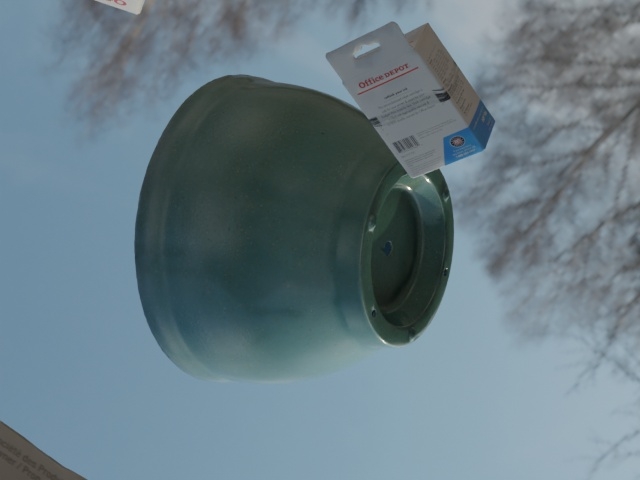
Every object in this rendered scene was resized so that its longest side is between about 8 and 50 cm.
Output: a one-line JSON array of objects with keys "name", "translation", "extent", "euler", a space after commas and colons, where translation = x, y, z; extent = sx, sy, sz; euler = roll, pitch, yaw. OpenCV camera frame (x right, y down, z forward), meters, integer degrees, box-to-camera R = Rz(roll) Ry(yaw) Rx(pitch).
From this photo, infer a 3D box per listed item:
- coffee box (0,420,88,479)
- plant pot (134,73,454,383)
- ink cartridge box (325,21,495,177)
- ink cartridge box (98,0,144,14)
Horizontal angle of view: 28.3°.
[{"name": "coffee box", "translation": [-0.275, 0.296, 0.616], "extent": [0.337, 0.334, 0.338], "euler": [40, -148, -16]}, {"name": "plant pot", "translation": [0.000, 0.000, 1.156], "extent": [0.196, 0.293, 0.293], "euler": [8, -170, 32]}, {"name": "ink cartridge box", "translation": [0.046, -0.077, 0.650], "extent": [0.083, 0.048, 0.028], "euler": [52, -141, -23]}, {"name": "ink cartridge box", "translation": [-0.136, -0.212, 0.788], "extent": [0.092, 0.143, 0.090], "euler": [19, -107, -8]}]
